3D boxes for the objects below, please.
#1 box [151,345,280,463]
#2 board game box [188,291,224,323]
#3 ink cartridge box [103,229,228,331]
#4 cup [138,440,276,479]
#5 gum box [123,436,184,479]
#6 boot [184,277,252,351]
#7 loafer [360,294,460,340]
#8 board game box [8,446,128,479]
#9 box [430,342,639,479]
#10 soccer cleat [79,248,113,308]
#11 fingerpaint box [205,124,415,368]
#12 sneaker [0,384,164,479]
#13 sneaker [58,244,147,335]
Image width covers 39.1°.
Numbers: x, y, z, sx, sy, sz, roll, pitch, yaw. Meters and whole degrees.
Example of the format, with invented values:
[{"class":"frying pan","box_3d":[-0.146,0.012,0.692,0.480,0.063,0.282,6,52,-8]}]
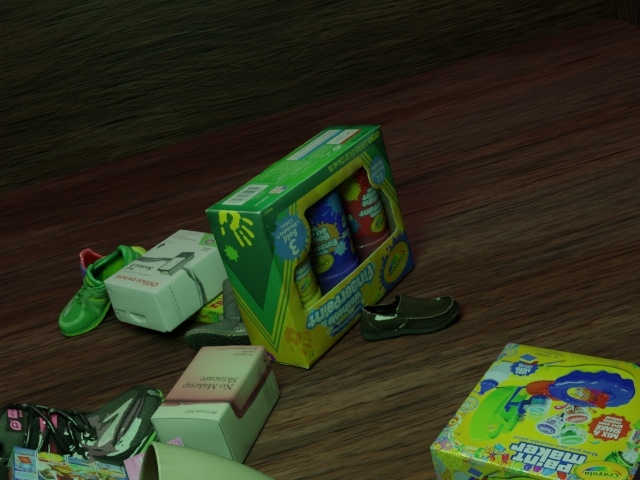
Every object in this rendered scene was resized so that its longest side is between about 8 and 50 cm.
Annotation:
[{"class":"box","box_3d":[-0.195,0.317,1.727,0.149,0.127,0.232,-4,27,22]},{"class":"board game box","box_3d":[-0.270,0.157,2.197,0.181,0.043,0.092,4,31,35]},{"class":"ink cartridge box","box_3d":[-0.352,0.091,2.188,0.198,0.114,0.273,7,33,39]},{"class":"cup","box_3d":[-0.128,0.449,1.253,0.237,0.331,0.331,4,21,-16]},{"class":"gum box","box_3d":[-0.263,0.434,1.554,0.107,0.062,0.188,-22,38,-13]},{"class":"boot","box_3d":[-0.215,0.160,2.061,0.190,0.076,0.208,2,44,-10]},{"class":"loafer","box_3d":[0.186,0.153,1.911,0.220,0.078,0.080,-14,25,2]},{"class":"board game box","box_3d":[-0.422,0.411,1.523,0.201,0.035,0.136,18,7,-22]},{"class":"box","box_3d":[0.369,0.321,1.352,0.290,0.177,0.279,5,33,37]},{"class":"soccer cleat","box_3d":[-0.540,0.103,2.371,0.108,0.116,0.318,-32,30,-32]},{"class":"fingerpaint box","box_3d":[0.000,0.000,1.988,0.163,0.371,0.445,5,30,39]},{"class":"sneaker","box_3d":[-0.512,0.388,1.664,0.483,0.202,0.185,-24,27,-19]},{"class":"sneaker","box_3d":[-0.561,0.113,2.255,0.295,0.123,0.109,-46,57,5]}]
